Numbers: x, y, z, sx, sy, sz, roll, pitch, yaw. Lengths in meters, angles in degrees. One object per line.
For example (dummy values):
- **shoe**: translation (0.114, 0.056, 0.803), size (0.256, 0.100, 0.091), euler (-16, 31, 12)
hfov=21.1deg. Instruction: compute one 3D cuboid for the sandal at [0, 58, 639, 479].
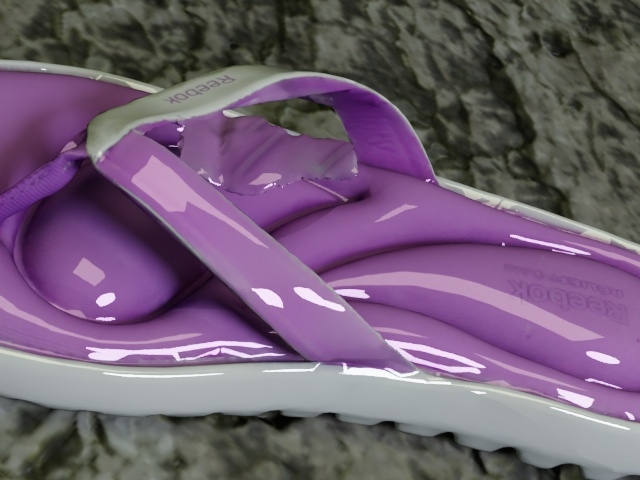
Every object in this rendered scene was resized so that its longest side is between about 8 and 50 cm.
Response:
- **sandal**: translation (-0.002, -0.011, 0.677), size (0.416, 0.102, 0.169), euler (12, 42, -22)
